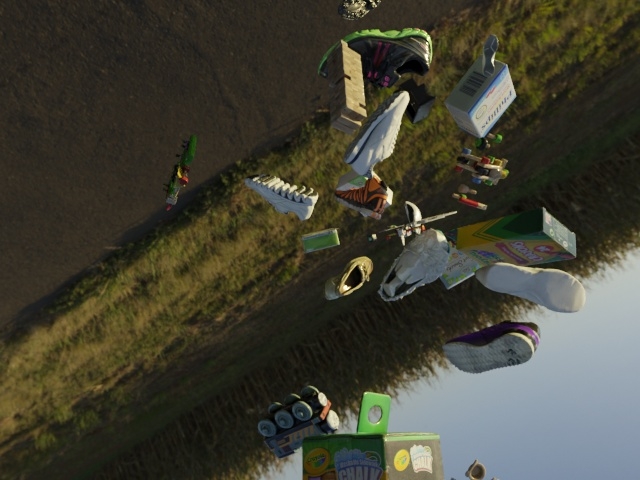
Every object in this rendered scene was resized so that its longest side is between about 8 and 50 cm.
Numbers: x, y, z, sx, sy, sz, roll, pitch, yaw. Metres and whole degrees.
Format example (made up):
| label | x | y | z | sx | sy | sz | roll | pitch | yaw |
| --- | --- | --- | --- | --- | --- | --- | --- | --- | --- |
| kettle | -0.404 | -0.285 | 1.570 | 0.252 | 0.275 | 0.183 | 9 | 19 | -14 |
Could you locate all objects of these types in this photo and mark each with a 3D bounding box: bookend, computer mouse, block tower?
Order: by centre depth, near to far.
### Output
| label | x | y | z | sx | sy | sz | roll | pitch | yaw |
| --- | --- | --- | --- | --- | --- | --- | --- | --- | --- |
| block tower | 0.090 | -0.540 | 1.442 | 0.097 | 0.335 | 0.091 | 16 | 149 | -34 |
| computer mouse | 0.357 | -0.062 | 1.519 | 0.042 | 0.192 | 0.106 | -19 | 163 | 25 |
| bookend | 0.352 | -0.549 | 1.554 | 0.072 | 0.156 | 0.157 | -29 | 173 | 0 |

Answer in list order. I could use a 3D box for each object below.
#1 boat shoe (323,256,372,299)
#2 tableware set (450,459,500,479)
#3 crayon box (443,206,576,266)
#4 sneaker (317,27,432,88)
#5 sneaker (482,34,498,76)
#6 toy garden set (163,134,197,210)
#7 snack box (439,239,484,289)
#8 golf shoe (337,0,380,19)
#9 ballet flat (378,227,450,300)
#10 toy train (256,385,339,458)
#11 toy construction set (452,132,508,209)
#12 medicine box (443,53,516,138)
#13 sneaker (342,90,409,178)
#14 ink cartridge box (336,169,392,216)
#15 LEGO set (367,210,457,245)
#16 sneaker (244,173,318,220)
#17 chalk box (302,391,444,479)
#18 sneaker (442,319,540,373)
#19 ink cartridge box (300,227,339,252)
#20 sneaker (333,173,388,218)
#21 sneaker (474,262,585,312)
| label | x | y | z | sx | sy | sz | roll | pitch | yaw |
| --- | --- | --- | --- | --- | --- | --- | --- | --- | --- |
| boat shoe | 0.131 | 0.151 | 1.624 | 0.089 | 0.104 | 0.285 | -8 | -159 | 47 |
| tableware set | 0.454 | 0.730 | 1.193 | 0.141 | 0.169 | 0.020 | -49 | -176 | -5 |
| crayon box | 0.567 | 0.011 | 1.255 | 0.202 | 0.081 | 0.319 | 25 | 154 | -31 |
| sneaker | 0.229 | -0.719 | 1.655 | 0.483 | 0.202 | 0.185 | -11 | 176 | -4 |
| sneaker | 0.658 | -0.727 | 1.612 | 0.054 | 0.061 | 0.152 | 0 | 125 | 7 |
| toy garden set | -0.495 | -0.215 | 1.395 | 0.049 | 0.203 | 0.244 | 19 | 135 | -28 |
| snack box | 0.604 | 0.089 | 1.813 | 0.207 | 0.174 | 0.070 | -29 | 159 | -3 |
| golf shoe | 0.119 | -0.805 | 1.427 | 0.198 | 0.077 | 0.094 | -36 | -158 | -32 |
| ballet flat | 0.291 | 0.111 | 1.349 | 0.147 | 0.147 | 0.409 | -24 | 159 | -20 |
| toy train | -0.087 | 0.690 | 1.552 | 0.334 | 0.190 | 0.142 | -34 | -176 | 23 |
| toy construction set | 0.768 | -0.289 | 1.890 | 0.237 | 0.308 | 0.257 | 17 | 176 | -13 |
| medicine box | 0.762 | -0.672 | 1.944 | 0.263 | 0.149 | 0.289 | -53 | 145 | 11 |
| sneaker | 0.158 | -0.274 | 1.057 | 0.235 | 0.095 | 0.090 | -53 | -165 | 7 |
| ink cartridge box | 0.259 | -0.287 | 2.381 | 0.198 | 0.114 | 0.273 | -25 | 126 | 38 |
| LEGO set | 0.272 | -0.029 | 1.256 | 0.244 | 0.060 | 0.182 | -16 | 180 | -18 |
| sneaker | -0.156 | -0.161 | 1.503 | 0.110 | 0.292 | 0.118 | -40 | 148 | -57 |
| chalk box | 0.089 | 0.409 | 0.680 | 0.179 | 0.288 | 0.180 | -23 | 146 | 36 |
| sneaker | 0.494 | 0.294 | 1.172 | 0.146 | 0.102 | 0.293 | -29 | 180 | -38 |
| ink cartridge box | 0.000 | 0.000 | 2.135 | 0.189 | 0.097 | 0.255 | -14 | -176 | -5 |
| sneaker | 0.200 | -0.222 | 1.895 | 0.125 | 0.321 | 0.180 | 18 | 98 | -43 |
| sneaker | 0.421 | 0.087 | 0.835 | 0.094 | 0.212 | 0.080 | 135 | -28 | -88 |
